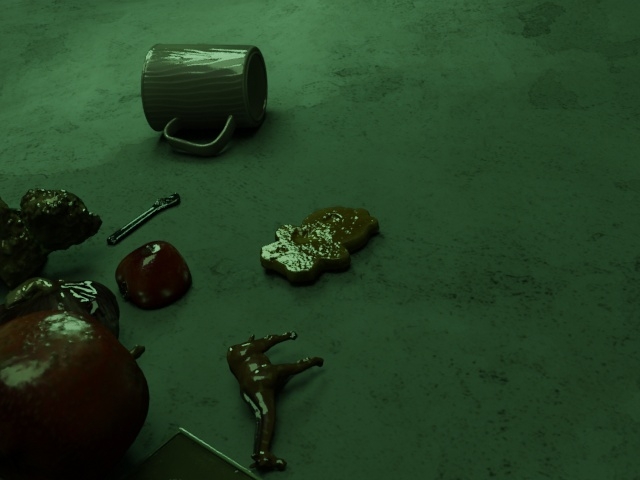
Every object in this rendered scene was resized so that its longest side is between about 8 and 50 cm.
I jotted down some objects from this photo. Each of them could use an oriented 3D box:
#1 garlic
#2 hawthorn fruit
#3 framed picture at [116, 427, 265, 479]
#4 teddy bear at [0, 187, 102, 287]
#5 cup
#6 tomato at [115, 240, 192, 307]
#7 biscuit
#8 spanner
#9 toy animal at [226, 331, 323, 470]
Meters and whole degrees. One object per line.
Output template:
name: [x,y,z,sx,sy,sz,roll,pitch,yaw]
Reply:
garlic: [-0.457,0.137,1.639,0.245,0.160,0.245,-14,5,1]
hawthorn fruit: [-0.389,0.235,1.417,0.299,0.275,0.275,-34,41,-29]
framed picture: [-0.194,0.366,1.400,0.203,0.015,0.150,21,45,36]
teddy bear: [-0.626,-0.034,1.902,0.296,0.246,0.222,22,71,24]
cup: [-0.290,-0.357,2.304,0.273,0.208,0.288,2,35,13]
tomato: [-0.328,0.050,1.823,0.139,0.091,0.159,-25,35,-24]
biscuit: [0.001,0.002,1.864,0.184,0.035,0.249,22,44,36]
spanner: [-0.379,-0.049,2.048,0.046,0.012,0.208,19,43,33]
toy animal: [-0.081,0.246,1.512,0.224,0.066,0.229,38,44,24]
